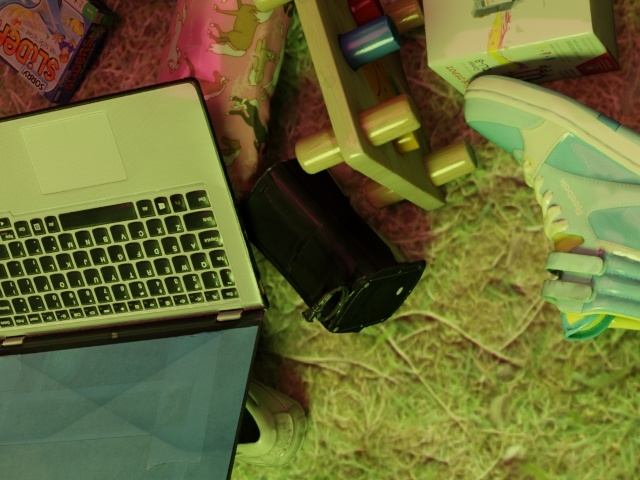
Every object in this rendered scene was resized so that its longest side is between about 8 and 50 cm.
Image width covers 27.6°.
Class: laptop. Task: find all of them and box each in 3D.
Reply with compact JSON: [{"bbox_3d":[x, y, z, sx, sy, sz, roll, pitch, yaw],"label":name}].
[{"bbox_3d":[-0.278,0.084,1.360,0.381,0.236,0.408,-8,108,26],"label":"laptop"}]

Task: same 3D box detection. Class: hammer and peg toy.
[{"bbox_3d":[0.028,-0.219,1.355,0.127,0.266,0.361,-22,73,19],"label":"hammer and peg toy"}]

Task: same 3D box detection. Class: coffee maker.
[{"bbox_3d":[0.000,0.000,1.378,0.120,0.171,0.178,-47,66,8],"label":"coffee maker"}]

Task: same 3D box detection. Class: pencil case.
[{"bbox_3d":[-0.112,-0.215,1.474,0.160,0.167,0.386,8,83,17],"label":"pencil case"}]

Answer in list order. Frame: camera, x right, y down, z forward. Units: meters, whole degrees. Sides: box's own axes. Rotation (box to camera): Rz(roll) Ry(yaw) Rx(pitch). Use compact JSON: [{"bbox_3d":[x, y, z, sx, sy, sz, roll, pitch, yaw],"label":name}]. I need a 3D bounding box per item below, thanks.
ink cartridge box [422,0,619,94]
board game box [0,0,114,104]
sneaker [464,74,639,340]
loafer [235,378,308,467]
[{"bbox_3d":[0.206,-0.238,1.355,0.176,0.128,0.127,-7,77,24],"label":"ink cartridge box"},{"bbox_3d":[-0.365,-0.284,1.657,0.201,0.035,0.136,39,109,25],"label":"board game box"},{"bbox_3d":[0.242,-0.024,1.301,0.319,0.127,0.208,31,92,26],"label":"sneaker"},{"bbox_3d":[-0.165,0.164,1.454,0.319,0.111,0.112,16,87,26],"label":"loafer"}]
